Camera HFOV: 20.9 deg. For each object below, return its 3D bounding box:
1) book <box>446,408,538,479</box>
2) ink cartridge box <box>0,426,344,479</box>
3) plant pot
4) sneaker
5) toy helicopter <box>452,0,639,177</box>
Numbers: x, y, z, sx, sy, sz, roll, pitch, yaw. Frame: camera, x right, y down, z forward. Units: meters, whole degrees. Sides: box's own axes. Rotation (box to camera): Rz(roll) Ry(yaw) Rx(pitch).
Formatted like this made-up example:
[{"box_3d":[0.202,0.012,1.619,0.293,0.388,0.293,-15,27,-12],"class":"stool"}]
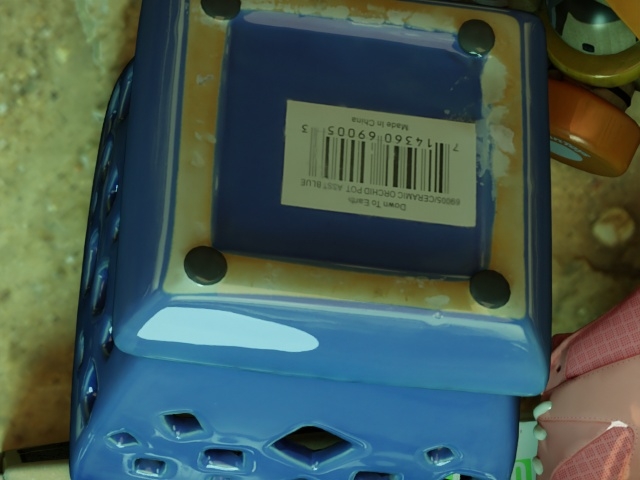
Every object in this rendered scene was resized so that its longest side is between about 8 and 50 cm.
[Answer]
[{"box_3d":[0.095,0.180,1.048,0.096,0.035,0.144,-6,96,-11],"class":"book"},{"box_3d":[-0.078,0.226,0.978,0.193,0.088,0.235,-4,93,-12],"class":"ink cartridge box"},{"box_3d":[0.000,0.000,0.882,0.236,0.212,0.236,7,64,-8],"class":"plant pot"},{"box_3d":[0.171,0.122,1.003,0.136,0.116,0.314,40,99,27],"class":"sneaker"},{"box_3d":[0.084,-0.167,0.928,0.355,0.235,0.140,27,86,-12],"class":"toy helicopter"}]
